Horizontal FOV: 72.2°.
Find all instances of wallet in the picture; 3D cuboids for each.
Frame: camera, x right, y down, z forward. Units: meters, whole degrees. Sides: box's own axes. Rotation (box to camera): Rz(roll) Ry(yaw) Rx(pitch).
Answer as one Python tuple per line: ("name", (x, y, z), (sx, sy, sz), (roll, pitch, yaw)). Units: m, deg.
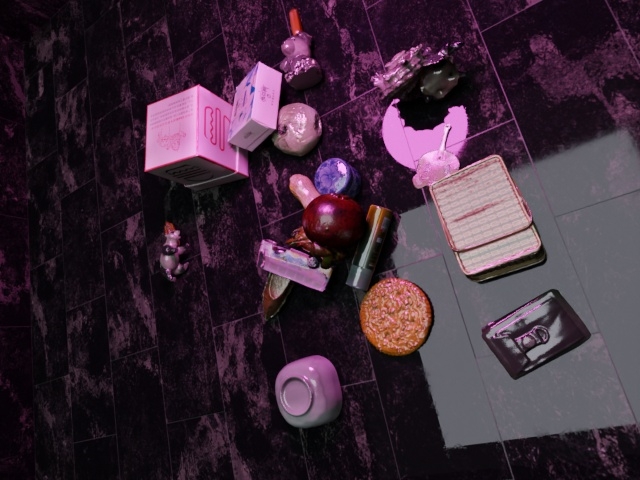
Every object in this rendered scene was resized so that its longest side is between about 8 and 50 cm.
("wallet", (0.595, 0.260, 1.225), (0.245, 0.052, 0.168), (-37, 69, 17))

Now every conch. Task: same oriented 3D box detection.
("conch", (0.308, -0.550, 1.420), (0.313, 0.241, 0.186), (-1, 94, 17))

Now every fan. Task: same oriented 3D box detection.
("fan", (0.395, -0.277, 1.451), (0.153, 0.008, 0.226), (12, 88, 32))

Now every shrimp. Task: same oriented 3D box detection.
("shrimp", (-0.001, 0.000, 1.604), (0.295, 0.062, 0.153), (-5, 85, 28))

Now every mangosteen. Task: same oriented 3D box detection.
("mangosteen", (0.035, -0.029, 1.453), (0.215, 0.215, 0.257), (25, 107, 31))

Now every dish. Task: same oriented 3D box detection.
("dish", (-0.057, 0.526, 1.512), (0.257, 0.117, 0.256), (-6, 78, 28))

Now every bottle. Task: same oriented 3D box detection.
("bottle", (0.165, 0.026, 1.489), (0.082, 0.082, 0.285), (18, 91, 31))

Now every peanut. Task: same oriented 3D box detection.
("peanut", (-0.048, -0.171, 1.643), (0.087, 0.087, 0.206), (-45, 64, 16))

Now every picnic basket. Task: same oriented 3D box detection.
("picnic basket", (0.481, -0.057, 1.267), (0.228, 0.175, 0.312), (-23, 71, 24))

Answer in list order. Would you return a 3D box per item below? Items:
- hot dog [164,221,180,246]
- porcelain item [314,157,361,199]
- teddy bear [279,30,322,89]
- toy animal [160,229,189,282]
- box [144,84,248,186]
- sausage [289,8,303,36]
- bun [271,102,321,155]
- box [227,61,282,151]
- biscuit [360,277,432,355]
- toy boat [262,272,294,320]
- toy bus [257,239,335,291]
("hot dog", (-0.685, -0.022, 2.011), (0.062, 0.038, 0.144), (-33, 67, 23))
("porcelain item", (0.060, -0.213, 1.572), (0.147, 0.114, 0.147), (-6, 78, 28))
("teddy bear", (-0.101, -0.710, 1.738), (0.171, 0.144, 0.250), (-39, 61, 34))
("toy animal", (-0.648, 0.065, 1.932), (0.121, 0.094, 0.225), (18, 109, 32))
("box", (-0.509, -0.412, 1.824), (0.315, 0.300, 0.311), (-9, 77, 29))
("sausage", (-0.102, -0.906, 1.825), (0.039, 0.041, 0.131), (-19, 72, 31))
("bun", (-0.101, -0.437, 1.705), (0.222, 0.108, 0.221), (-5, 79, 29))
("box", (-0.261, -0.528, 1.744), (0.203, 0.116, 0.274), (-24, 55, 51))
("biscuit", (0.242, 0.247, 1.435), (0.254, 0.035, 0.253), (-6, 78, 29))
("toy boat", (-0.158, 0.176, 1.645), (0.109, 0.099, 0.292), (22, 93, 5))
("toy bus", (-0.090, 0.085, 1.563), (0.274, 0.090, 0.112), (21, 94, 6))
